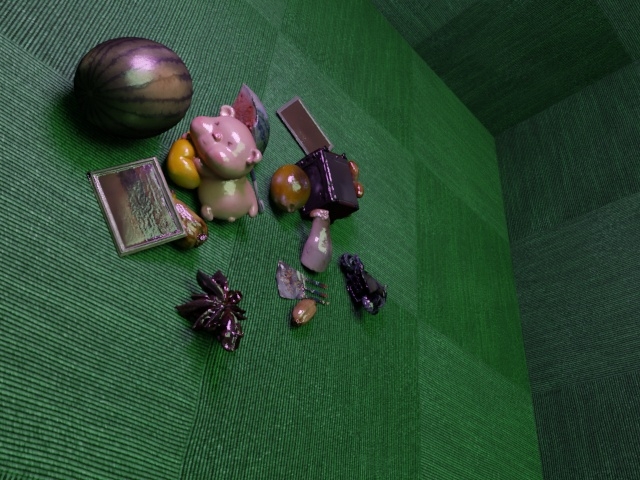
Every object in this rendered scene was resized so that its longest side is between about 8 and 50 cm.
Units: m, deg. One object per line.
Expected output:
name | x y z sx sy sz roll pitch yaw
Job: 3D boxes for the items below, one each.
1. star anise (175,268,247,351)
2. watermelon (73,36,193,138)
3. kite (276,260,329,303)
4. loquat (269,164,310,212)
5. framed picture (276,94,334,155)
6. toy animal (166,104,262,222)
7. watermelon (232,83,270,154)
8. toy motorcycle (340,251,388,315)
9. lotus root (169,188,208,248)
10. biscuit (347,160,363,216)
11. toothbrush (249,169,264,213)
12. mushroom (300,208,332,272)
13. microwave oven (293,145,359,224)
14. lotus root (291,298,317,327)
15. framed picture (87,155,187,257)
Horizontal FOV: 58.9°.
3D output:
star anise | -0.289 0.197 1.606 0.212 0.129 0.283 28 39 -45
watermelon | -0.511 -0.427 1.593 0.359 0.278 0.279 -26 89 -55
kite | -0.061 0.161 1.985 0.245 0.015 0.141 23 52 -36
loquat | -0.109 -0.183 2.040 0.152 0.152 0.195 30 39 -36
framed picture | -0.062 -0.462 2.377 0.273 0.016 0.216 54 36 -12
toy animal | -0.307 -0.239 1.744 0.277 0.246 0.345 -8 74 -52
watermelon | -0.252 -0.382 1.967 0.176 0.260 0.256 25 32 -23
toy motorcycle | 0.173 0.166 2.195 0.159 0.106 0.271 7 52 -52
lotus root | -0.405 -0.061 1.650 0.191 0.094 0.108 54 29 -2
biscuit | 0.122 -0.206 2.296 0.047 0.208 0.164 -8 69 -16
toothbrush | -0.228 -0.222 1.913 0.026 0.024 0.288 -64 146 -55
mushroom | 0.000 0.000 2.057 0.116 0.093 0.225 14 91 -34
microwave oven | 0.016 -0.206 2.177 0.188 0.178 0.248 14 57 -48
lotus root | -0.054 0.240 1.905 0.073 0.062 0.150 63 36 -12
framed picture | -0.499 -0.099 1.557 0.197 0.014 0.252 -20 83 -29
